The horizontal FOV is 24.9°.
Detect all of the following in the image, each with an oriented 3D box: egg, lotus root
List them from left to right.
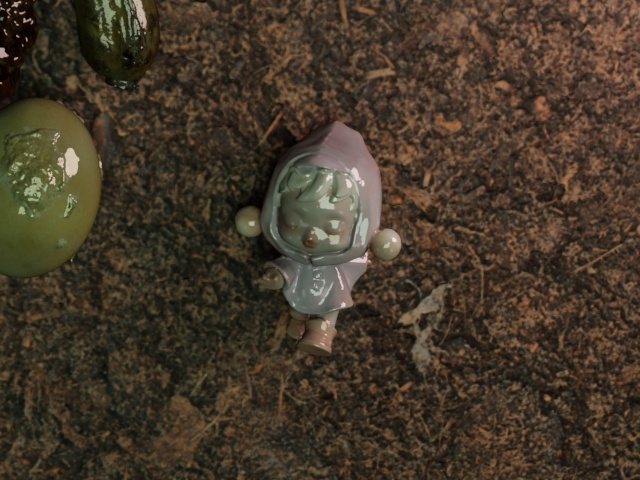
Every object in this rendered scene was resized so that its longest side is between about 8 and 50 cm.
[{"bbox_3d":[-0.322,-0.058,1.591,0.164,0.164,0.202,11,103,-18],"label":"egg"},{"bbox_3d":[-0.224,-0.251,1.590,0.089,0.080,0.179,-6,106,2],"label":"lotus root"}]

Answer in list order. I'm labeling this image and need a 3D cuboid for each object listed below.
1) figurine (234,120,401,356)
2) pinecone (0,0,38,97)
[{"bbox_3d":[0.000,-0.001,1.712,0.200,0.133,0.276,11,112,12],"label":"figurine"},{"bbox_3d":[-0.423,-0.228,1.479,0.309,0.244,0.244,-7,112,10],"label":"pinecone"}]
